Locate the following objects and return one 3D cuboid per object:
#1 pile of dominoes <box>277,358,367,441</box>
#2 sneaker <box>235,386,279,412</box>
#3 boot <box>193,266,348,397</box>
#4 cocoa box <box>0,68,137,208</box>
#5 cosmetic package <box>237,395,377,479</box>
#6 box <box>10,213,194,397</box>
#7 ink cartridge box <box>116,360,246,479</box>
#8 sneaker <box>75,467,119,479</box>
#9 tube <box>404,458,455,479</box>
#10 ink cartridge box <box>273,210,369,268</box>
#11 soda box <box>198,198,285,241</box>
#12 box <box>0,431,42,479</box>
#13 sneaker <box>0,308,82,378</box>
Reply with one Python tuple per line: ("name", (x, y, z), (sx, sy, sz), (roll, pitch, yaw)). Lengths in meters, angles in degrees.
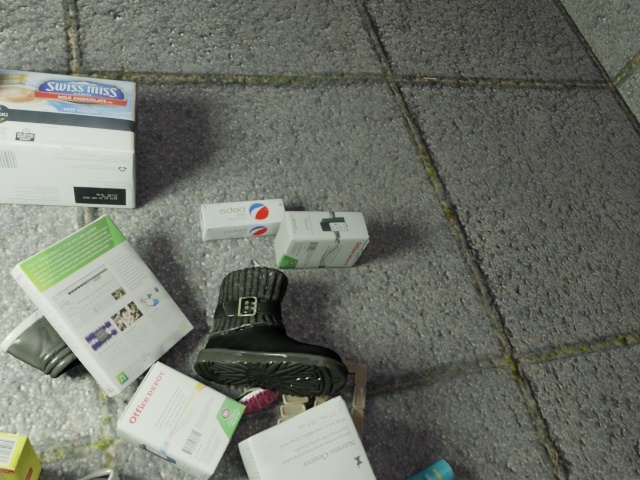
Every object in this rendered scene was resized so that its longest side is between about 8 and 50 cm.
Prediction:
("pile of dominoes", (0.003, 0.379, 1.349), (0.195, 0.040, 0.251), (17, 47, -7))
("sneaker", (-0.124, 0.315, 1.319), (0.170, 0.063, 0.075), (-35, 46, -16))
("boot", (-0.092, 0.188, 1.297), (0.347, 0.131, 0.260), (5, 48, 14))
("cocoa box", (-0.613, -0.234, 1.392), (0.347, 0.231, 0.228), (2, 58, -17))
("cosmetic package", (0.008, 0.532, 1.140), (0.217, 0.156, 0.385), (-19, 73, -23))
("box", (-0.445, 0.129, 1.238), (0.322, 0.058, 0.232), (56, 42, -7))
("ink cartridge box", (-0.286, 0.370, 1.211), (0.212, 0.093, 0.154), (28, 54, -2))
("sneaker", (-0.471, 0.484, 1.077), (0.212, 0.094, 0.080), (-33, 75, -31))
("tube", (0.199, 0.554, 1.289), (0.207, 0.052, 0.080), (-24, 60, -22))
("ink cartridge box", (0.000, 0.000, 1.501), (0.208, 0.153, 0.087), (0, 58, -19))
("soda box", (-0.199, -0.053, 1.518), (0.216, 0.069, 0.074), (-6, 62, -21))
("box", (-0.546, 0.391, 1.025), (0.087, 0.232, 0.058), (14, 53, -11))
("sneaker", (-0.513, 0.171, 1.264), (0.147, 0.104, 0.296), (44, 49, -6))
